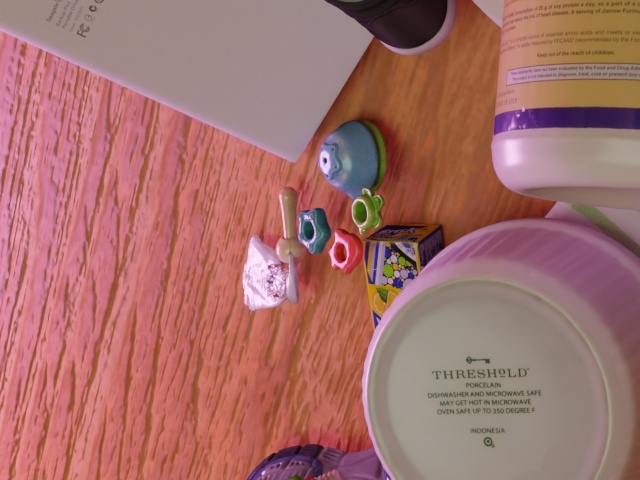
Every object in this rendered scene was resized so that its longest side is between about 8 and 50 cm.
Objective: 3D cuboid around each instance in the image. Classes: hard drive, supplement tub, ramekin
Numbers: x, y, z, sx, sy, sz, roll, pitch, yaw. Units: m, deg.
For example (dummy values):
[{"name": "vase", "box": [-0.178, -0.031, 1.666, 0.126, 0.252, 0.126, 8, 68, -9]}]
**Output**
[{"name": "hard drive", "box": [-0.117, -0.213, 1.646, 0.319, 0.040, 0.210, 24, 125, -13]}, {"name": "supplement tub", "box": [0.250, -0.191, 1.350, 0.241, 0.241, 0.331, 4, 87, 31]}, {"name": "ramekin", "box": [0.158, 0.123, 1.566, 0.273, 0.127, 0.273, 5, 100, 27]}]

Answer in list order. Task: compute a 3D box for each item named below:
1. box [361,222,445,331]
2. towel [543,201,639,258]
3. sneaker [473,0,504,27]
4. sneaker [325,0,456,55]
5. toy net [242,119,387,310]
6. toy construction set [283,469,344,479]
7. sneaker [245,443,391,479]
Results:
[{"name": "box", "box": [0.084, 0.072, 1.723, 0.059, 0.054, 0.169, 2, 109, 31]}, {"name": "towel", "box": [0.244, 0.103, 1.610, 0.248, 0.038, 0.325, 43, 116, 14]}, {"name": "sneaker", "box": [0.138, -0.330, 1.479, 0.150, 0.135, 0.366, -21, 98, 39]}, {"name": "sneaker", "box": [0.017, -0.295, 1.526, 0.104, 0.147, 0.295, -24, 78, 15]}, {"name": "toy net", "box": [0.000, 0.000, 1.736, 0.232, 0.045, 0.122, -56, 51, 43]}, {"name": "toy construction set", "box": [-0.038, 0.365, 1.675, 0.237, 0.257, 0.309, -24, 106, 14]}, {"name": "sneaker", "box": [0.069, 0.250, 1.791, 0.297, 0.111, 0.129, -8, 126, 34]}]
